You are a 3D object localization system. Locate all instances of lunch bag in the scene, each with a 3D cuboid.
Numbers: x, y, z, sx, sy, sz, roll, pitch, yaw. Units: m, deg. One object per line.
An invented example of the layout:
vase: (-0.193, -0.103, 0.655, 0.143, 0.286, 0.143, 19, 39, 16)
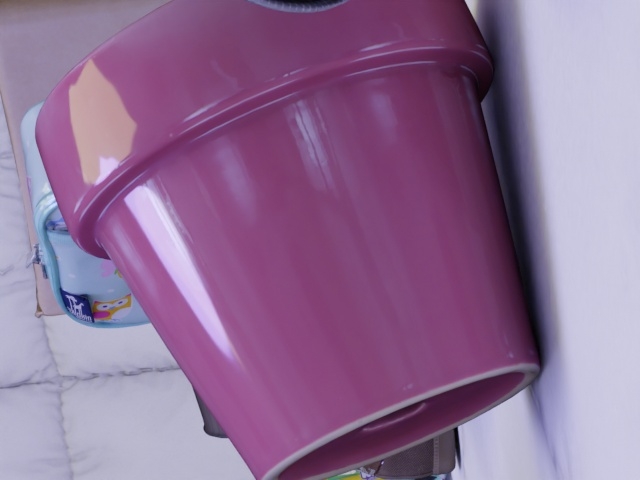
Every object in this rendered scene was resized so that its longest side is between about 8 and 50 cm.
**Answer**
lunch bag: (-0.076, -0.032, 1.324, 0.224, 0.279, 0.108, 93, 167, -65)

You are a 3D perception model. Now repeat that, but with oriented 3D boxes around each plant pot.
plant pot: (0.000, 0.000, 0.796, 0.201, 0.201, 0.180, 90, 157, -75)

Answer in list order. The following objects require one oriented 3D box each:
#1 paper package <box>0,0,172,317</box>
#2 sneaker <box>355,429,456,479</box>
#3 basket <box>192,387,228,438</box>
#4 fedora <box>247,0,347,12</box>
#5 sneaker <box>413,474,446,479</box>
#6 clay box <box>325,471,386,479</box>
paper package: (-0.122, -0.111, 1.698, 0.168, 0.325, 0.309, -100, 3, -62)
sneaker: (0.043, 0.065, 1.221, 0.066, 0.071, 0.188, 87, 175, -66)
basket: (-0.033, -0.021, 1.061, 0.204, 0.154, 0.227, -7, 106, 68)
fedora: (-0.020, -0.204, 0.584, 0.275, 0.124, 0.243, 36, -142, -50)
sneaker: (0.073, 0.178, 1.307, 0.098, 0.038, 0.069, -77, -20, -67)
clay box: (0.030, 0.267, 1.496, 0.222, 0.127, 0.053, -98, 3, -53)
